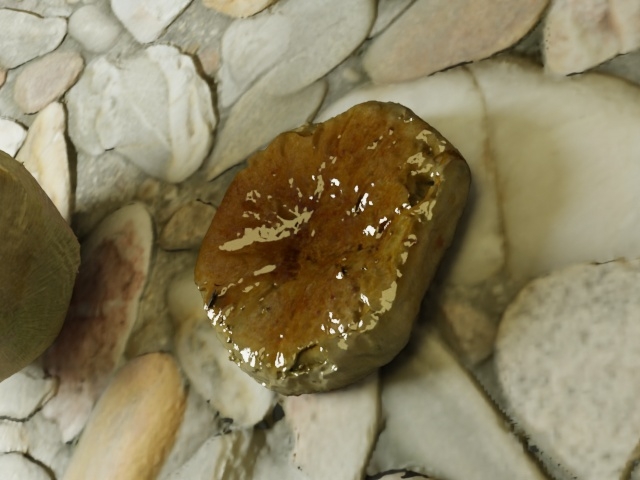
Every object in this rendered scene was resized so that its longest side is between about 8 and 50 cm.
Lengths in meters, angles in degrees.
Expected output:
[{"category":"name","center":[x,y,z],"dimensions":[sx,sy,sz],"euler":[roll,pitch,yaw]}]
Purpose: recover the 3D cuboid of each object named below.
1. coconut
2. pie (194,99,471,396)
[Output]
[{"category":"coconut","center":[-0.265,0.019,0.734],"dimensions":[0.194,0.194,0.194],"euler":[-18,53,26]},{"category":"pie","center":[0.000,0.000,0.641],"dimensions":[0.195,0.046,0.195],"euler":[-19,52,27]}]
